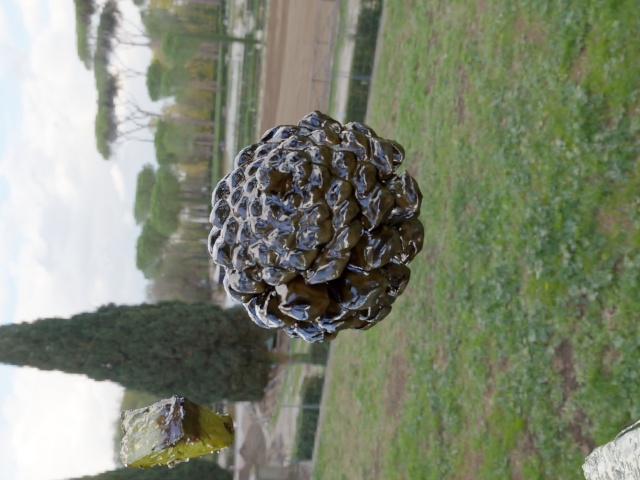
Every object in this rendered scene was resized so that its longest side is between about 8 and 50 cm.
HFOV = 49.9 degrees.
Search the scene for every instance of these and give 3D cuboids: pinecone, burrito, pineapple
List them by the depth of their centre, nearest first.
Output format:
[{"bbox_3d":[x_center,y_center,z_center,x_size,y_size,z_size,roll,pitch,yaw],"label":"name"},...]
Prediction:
[{"bbox_3d":[0.263,0.163,0.511,0.230,0.058,0.063,98,171,-59],"label":"burrito"},{"bbox_3d":[-0.003,-0.012,0.750,0.257,0.243,0.244,49,-137,-81],"label":"pinecone"},{"bbox_3d":[-0.166,0.221,0.815,0.116,0.137,0.069,118,143,-52],"label":"pineapple"}]
